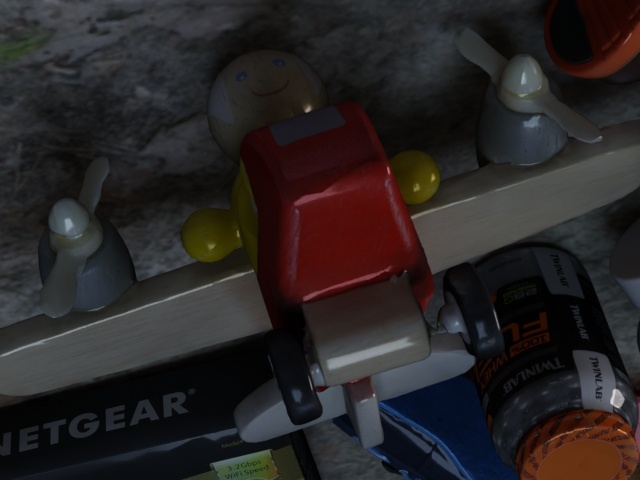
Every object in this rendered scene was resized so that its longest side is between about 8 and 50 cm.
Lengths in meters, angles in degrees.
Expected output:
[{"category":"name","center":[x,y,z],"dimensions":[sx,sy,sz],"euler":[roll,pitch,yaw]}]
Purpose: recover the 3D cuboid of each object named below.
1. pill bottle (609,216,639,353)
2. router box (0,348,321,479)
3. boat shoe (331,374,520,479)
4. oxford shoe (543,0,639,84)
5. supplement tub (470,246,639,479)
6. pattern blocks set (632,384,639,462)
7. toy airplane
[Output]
[{"category":"pill bottle","center":[0.347,0.092,1.341],"dimensions":[0.152,0.152,0.272],"euler":[-33,110,18]},{"category":"router box","center":[-0.154,0.230,1.435],"dimensions":[0.308,0.081,0.243],"euler":[-14,133,5]},{"category":"boat shoe","center":[0.086,0.152,1.424],"dimensions":[0.258,0.109,0.089],"euler":[41,139,-17]},{"category":"oxford shoe","center":[0.271,-0.208,1.139],"dimensions":[0.098,0.097,0.271],"euler":[11,138,-43]},{"category":"supplement tub","center":[0.179,0.106,1.323],"dimensions":[0.117,0.190,0.117],"euler":[-6,132,-7]},{"category":"pattern blocks set","center":[0.383,0.263,1.497],"dimensions":[0.324,0.026,0.285],"euler":[8,108,5]},{"category":"toy airplane","center":[0.000,0.000,1.177],"dimensions":[0.386,0.272,0.384],"euler":[-6,161,-48]}]
